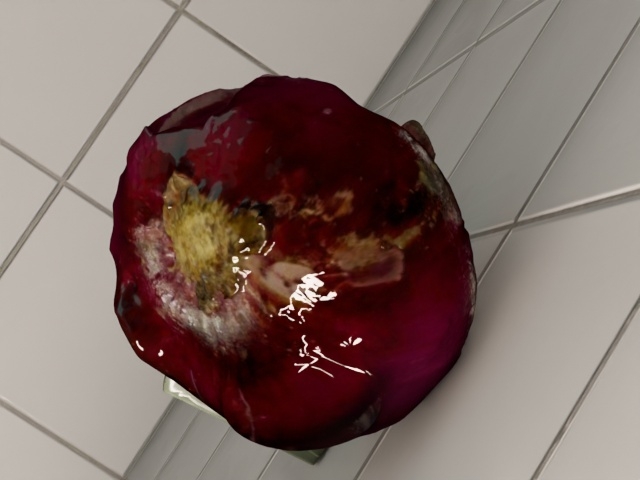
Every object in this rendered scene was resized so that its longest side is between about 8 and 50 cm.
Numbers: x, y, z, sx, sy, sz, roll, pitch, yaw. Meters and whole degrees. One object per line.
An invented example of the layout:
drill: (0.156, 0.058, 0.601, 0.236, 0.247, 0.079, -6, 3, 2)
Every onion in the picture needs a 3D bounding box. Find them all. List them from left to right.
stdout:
onion: (0.000, 0.000, 1.620, 0.398, 0.398, 0.420, -51, -9, 32)

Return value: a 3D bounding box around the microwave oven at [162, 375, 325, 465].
microwave oven: (-0.031, 0.057, 1.981, 0.333, 0.247, 0.394, -55, 7, 13)
